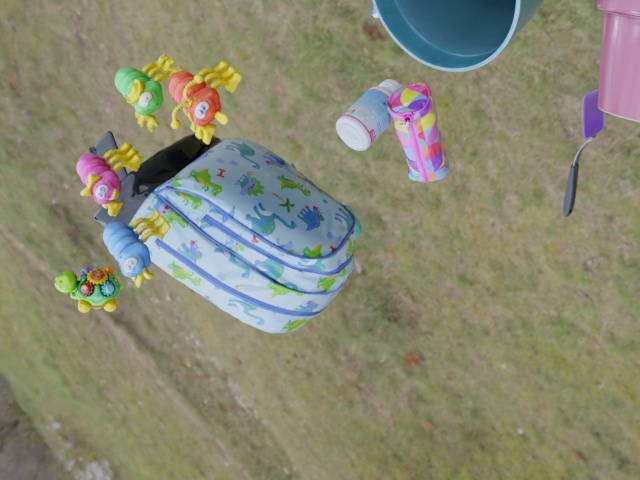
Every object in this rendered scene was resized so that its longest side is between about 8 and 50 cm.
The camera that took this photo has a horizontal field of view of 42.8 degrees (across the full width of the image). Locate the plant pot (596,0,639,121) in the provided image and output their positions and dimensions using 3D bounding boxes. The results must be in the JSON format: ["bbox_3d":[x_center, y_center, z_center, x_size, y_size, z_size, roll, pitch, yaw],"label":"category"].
[{"bbox_3d":[0.453,-0.248,1.072,0.201,0.201,0.180,28,116,41],"label":"plant pot"}]

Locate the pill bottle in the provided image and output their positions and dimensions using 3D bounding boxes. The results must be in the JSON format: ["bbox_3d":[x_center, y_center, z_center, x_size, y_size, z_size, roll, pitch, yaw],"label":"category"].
[{"bbox_3d":[0.113,-0.272,1.746,0.087,0.160,0.087,34,154,19],"label":"pill bottle"}]

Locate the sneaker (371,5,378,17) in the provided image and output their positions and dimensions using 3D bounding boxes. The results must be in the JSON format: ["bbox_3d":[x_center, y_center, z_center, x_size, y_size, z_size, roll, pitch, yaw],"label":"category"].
[{"bbox_3d":[0.148,-0.614,2.013,0.084,0.058,0.152,41,157,-8],"label":"sneaker"}]

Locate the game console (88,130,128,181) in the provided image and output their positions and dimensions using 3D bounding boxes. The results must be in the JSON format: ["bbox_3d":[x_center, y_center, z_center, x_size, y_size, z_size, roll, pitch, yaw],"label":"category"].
[{"bbox_3d":[-0.373,-0.126,1.514,0.107,0.071,0.122,22,-135,-75],"label":"game console"}]

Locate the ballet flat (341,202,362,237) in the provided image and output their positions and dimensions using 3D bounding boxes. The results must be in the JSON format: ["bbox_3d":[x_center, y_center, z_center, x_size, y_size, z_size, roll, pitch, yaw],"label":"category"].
[{"bbox_3d":[0.000,0.000,1.698,0.087,0.083,0.247,50,144,-11],"label":"ballet flat"}]

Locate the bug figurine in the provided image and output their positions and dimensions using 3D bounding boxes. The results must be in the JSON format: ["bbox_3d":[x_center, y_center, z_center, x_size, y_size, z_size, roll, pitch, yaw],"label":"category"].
[{"bbox_3d":[-0.205,-0.097,0.938,0.072,0.279,0.216,13,-161,-44],"label":"bug figurine"}]

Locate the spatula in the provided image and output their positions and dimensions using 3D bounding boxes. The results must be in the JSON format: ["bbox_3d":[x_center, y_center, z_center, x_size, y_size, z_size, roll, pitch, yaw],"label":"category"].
[{"bbox_3d":[0.558,-0.179,1.748,0.030,0.084,0.296,33,134,34],"label":"spatula"}]

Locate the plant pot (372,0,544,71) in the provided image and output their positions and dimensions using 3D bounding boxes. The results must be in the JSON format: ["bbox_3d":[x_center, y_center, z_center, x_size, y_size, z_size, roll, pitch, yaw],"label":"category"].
[{"bbox_3d":[0.259,-0.445,1.301,0.271,0.255,0.272,29,140,28],"label":"plant pot"}]

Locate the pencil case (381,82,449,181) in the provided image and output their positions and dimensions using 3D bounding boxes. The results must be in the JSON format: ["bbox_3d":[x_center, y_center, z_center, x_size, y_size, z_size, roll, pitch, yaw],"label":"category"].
[{"bbox_3d":[0.206,-0.221,1.718,0.104,0.104,0.236,31,161,37],"label":"pencil case"}]

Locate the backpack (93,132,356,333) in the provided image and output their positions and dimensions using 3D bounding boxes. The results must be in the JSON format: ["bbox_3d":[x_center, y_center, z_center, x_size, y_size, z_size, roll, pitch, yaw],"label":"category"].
[{"bbox_3d":[-0.117,-0.014,1.294,0.273,0.290,0.355,-38,94,29],"label":"backpack"}]

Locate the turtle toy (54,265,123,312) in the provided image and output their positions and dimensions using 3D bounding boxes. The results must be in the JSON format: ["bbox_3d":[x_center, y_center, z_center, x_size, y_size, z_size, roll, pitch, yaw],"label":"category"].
[{"bbox_3d":[-0.453,0.088,1.603,0.095,0.130,0.066,-107,23,-45],"label":"turtle toy"}]
